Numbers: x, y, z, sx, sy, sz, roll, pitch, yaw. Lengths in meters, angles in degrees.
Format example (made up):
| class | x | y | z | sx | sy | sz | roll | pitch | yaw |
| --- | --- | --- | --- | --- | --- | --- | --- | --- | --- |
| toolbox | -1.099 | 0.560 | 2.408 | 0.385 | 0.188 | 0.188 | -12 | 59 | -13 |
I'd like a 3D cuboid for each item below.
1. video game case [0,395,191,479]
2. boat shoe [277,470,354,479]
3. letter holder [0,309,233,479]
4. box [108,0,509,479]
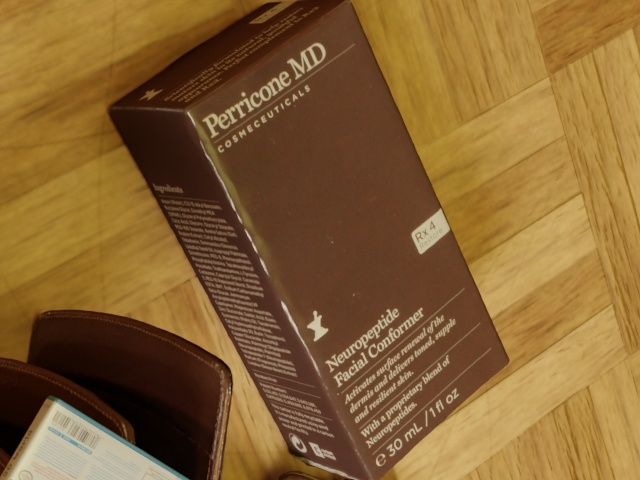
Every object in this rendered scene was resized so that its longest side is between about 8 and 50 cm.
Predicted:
| class | x | y | z | sx | sy | sz | roll | pitch | yaw |
| --- | --- | --- | --- | --- | --- | --- | --- | --- | --- |
| video game case | -0.160 | 0.194 | 0.900 | 0.119 | 0.015 | 0.166 | 39 | 72 | -33 |
| boat shoe | 0.021 | 0.254 | 1.391 | 0.178 | 0.064 | 0.060 | 35 | 44 | -35 |
| letter holder | -0.210 | 0.153 | 1.057 | 0.152 | 0.302 | 0.214 | 11 | 89 | -36 |
| box | 0.000 | 0.000 | 1.296 | 0.191 | 0.143 | 0.381 | -38 | 114 | -26 |
